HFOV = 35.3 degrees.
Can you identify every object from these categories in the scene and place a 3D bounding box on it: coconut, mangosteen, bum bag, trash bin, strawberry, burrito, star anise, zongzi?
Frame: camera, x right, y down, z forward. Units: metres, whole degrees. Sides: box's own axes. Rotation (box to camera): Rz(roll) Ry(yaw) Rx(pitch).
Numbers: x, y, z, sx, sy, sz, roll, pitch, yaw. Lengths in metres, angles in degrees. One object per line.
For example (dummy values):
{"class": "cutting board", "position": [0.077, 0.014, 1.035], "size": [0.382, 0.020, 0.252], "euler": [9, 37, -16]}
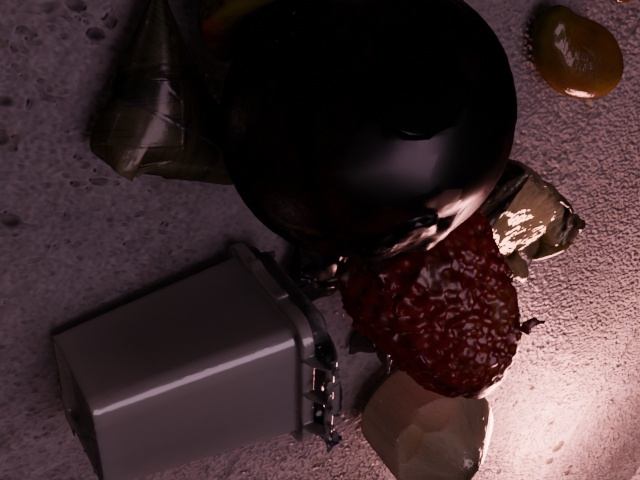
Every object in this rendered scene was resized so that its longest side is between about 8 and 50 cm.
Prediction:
{"class": "coconut", "position": [0.219, 0.367, 1.958], "size": [0.237, 0.266, 0.237], "euler": [-17, 131, -21]}
{"class": "mangosteen", "position": [0.049, -0.183, 1.243], "size": [0.381, 0.381, 0.421], "euler": [-25, 104, -27]}
{"class": "bum bag", "position": [0.000, 0.000, 1.614], "size": [0.137, 0.074, 0.310], "euler": [-34, 145, -36]}
{"class": "trash bin", "position": [-0.175, 0.200, 1.463], "size": [0.368, 0.296, 0.255], "euler": [-18, 133, -24]}
{"class": "strawberry", "position": [0.205, 0.083, 1.617], "size": [0.343, 0.292, 0.292], "euler": [38, 93, -6]}
{"class": "burrito", "position": [0.349, -0.044, 1.854], "size": [0.190, 0.135, 0.332], "euler": [-47, 144, 12]}
{"class": "star anise", "position": [0.121, 0.097, 1.796], "size": [0.218, 0.148, 0.227], "euler": [-17, 109, 11]}
{"class": "zongzi", "position": [-0.164, -0.192, 1.294], "size": [0.221, 0.112, 0.242], "euler": [6, 108, -48]}

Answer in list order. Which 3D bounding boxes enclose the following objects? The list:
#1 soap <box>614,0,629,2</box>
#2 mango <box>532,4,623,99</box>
{"class": "soap", "position": [0.499, -0.505, 1.668], "size": [0.160, 0.080, 0.257], "euler": [-50, 141, 3]}
{"class": "mango", "position": [0.440, -0.325, 1.747], "size": [0.227, 0.099, 0.136], "euler": [29, 103, -42]}
